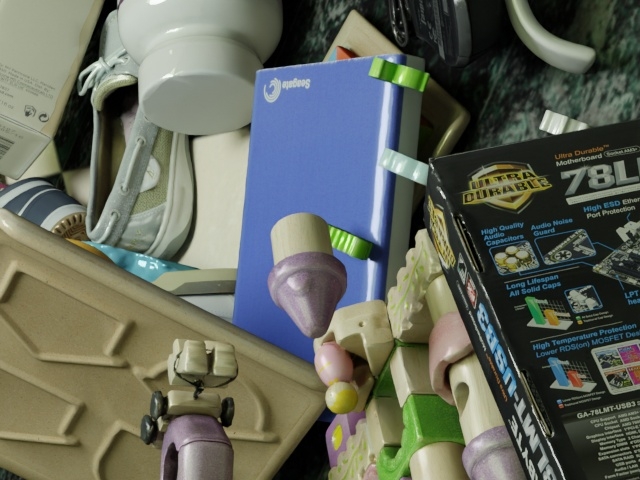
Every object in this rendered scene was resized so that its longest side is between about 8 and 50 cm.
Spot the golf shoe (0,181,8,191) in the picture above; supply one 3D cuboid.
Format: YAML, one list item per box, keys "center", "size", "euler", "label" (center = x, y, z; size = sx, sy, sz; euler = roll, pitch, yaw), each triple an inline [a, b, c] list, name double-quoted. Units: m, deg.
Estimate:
- center: [-0.440, -0.032, 2.239]
  size: [0.140, 0.115, 0.306]
  euler: [-60, 30, 33]
  label: "golf shoe"

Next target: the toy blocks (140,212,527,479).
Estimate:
- center: [0.061, 0.167, 1.267]
  size: [0.288, 0.309, 0.260]
  euler: [114, 155, -44]
  label: "toy blocks"

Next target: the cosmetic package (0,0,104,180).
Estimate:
- center: [-0.324, -0.243, 2.074]
  size: [0.160, 0.113, 0.309]
  euler: [-33, 36, 61]
  label: "cosmetic package"

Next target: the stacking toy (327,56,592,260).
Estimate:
- center: [0.106, -0.044, 1.491]
  size: [0.221, 0.052, 0.167]
  euler: [22, 93, 25]
  label: "stacking toy"

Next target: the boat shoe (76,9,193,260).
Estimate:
- center: [-0.206, -0.126, 1.959]
  size: [0.118, 0.103, 0.320]
  euler: [-31, 52, 42]
  label: "boat shoe"

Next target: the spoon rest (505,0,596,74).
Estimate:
- center: [0.202, -0.279, 1.490]
  size: [0.137, 0.084, 0.276]
  euler: [103, 177, -81]
  label: "spoon rest"

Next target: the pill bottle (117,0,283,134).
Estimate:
- center: [-0.122, -0.267, 1.855]
  size: [0.169, 0.169, 0.301]
  euler: [-29, 54, 43]
  label: "pill bottle"

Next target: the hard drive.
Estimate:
- center: [0.000, 0.000, 1.631]
  size: [0.210, 0.040, 0.318]
  euler: [0, 83, 52]
  label: "hard drive"

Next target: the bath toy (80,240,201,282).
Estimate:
- center: [-0.213, 0.181, 1.821]
  size: [0.151, 0.129, 0.348]
  euler: [-7, 71, 51]
  label: "bath toy"

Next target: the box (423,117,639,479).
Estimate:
- center: [0.246, 0.042, 1.159]
  size: [0.073, 0.295, 0.293]
  euler: [91, 164, -47]
  label: "box"

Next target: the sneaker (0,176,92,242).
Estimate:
- center: [-0.359, 0.059, 2.083]
  size: [0.282, 0.099, 0.153]
  euler: [-57, 43, 9]
  label: "sneaker"

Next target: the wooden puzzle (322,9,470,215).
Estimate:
- center: [0.022, -0.076, 1.691]
  size: [0.221, 0.044, 0.238]
  euler: [-60, 38, 17]
  label: "wooden puzzle"

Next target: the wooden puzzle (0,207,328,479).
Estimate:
- center: [-0.181, 0.126, 1.619]
  size: [0.348, 0.322, 0.080]
  euler: [-55, 11, 47]
  label: "wooden puzzle"

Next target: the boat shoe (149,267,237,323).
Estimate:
- center: [-0.203, 0.096, 1.723]
  size: [0.113, 0.302, 0.103]
  euler: [93, 169, -72]
  label: "boat shoe"

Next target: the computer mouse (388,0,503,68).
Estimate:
- center: [0.104, -0.250, 1.562]
  size: [0.262, 0.060, 0.184]
  euler: [-134, 34, -74]
  label: "computer mouse"
